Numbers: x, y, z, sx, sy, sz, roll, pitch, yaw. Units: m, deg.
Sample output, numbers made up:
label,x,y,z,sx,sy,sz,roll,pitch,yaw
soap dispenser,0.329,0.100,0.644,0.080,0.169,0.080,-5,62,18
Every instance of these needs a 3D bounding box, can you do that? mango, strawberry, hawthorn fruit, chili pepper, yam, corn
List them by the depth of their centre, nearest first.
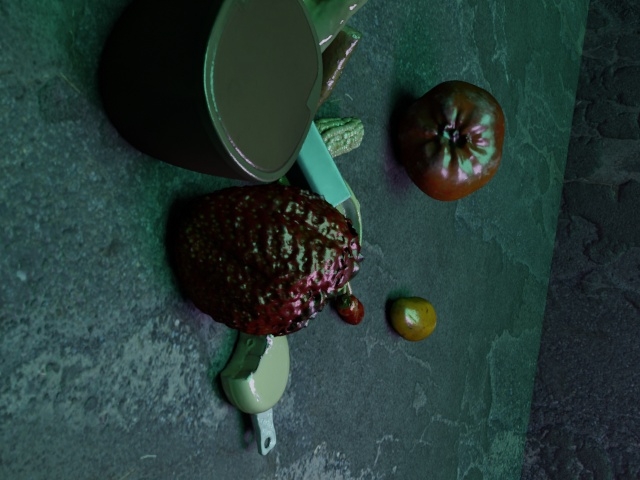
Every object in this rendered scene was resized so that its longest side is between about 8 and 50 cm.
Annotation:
label,x,y,z,sx,sy,sz,roll,pitch,yaw
strawberry,-0.094,0.015,1.377,0.288,0.238,0.250,33,51,-21
yam,0.000,-0.284,1.548,0.057,0.057,0.241,-26,154,-57
corn,0.027,-0.203,1.700,0.211,0.087,0.087,-18,111,-58
chili pepper,0.065,0.148,1.864,0.191,0.050,0.059,56,44,-65
hawthorn fruit,0.318,-0.240,2.034,0.284,0.284,0.284,-17,109,-59
mango,0.230,0.197,2.125,0.165,0.089,0.115,2,92,-58

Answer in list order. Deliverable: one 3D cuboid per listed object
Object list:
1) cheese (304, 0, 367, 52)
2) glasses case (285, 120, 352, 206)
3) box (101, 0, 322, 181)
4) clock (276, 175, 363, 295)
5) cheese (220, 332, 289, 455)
label,x,y,z,sx,sy,sz,roll,pitch,yaw
cheese,-0.006,-0.437,1.425,0.173,0.248,0.251,41,20,-8
glasses case,-0.055,-0.170,1.457,0.056,0.105,0.266,-41,109,-42
box,-0.158,-0.242,1.234,0.301,0.216,0.301,-21,114,-57
clock,0.000,0.000,1.675,0.308,0.096,0.235,44,56,-54
cheese,-0.102,0.263,1.564,0.163,0.070,0.249,-56,139,-39
